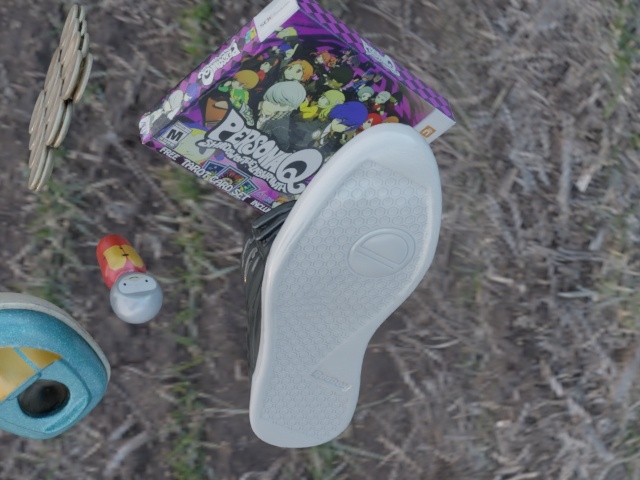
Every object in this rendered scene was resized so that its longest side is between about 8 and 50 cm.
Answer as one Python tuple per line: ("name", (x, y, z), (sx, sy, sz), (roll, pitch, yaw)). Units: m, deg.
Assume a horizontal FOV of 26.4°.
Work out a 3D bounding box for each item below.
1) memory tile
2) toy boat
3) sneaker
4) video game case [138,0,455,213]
("memory tile", (-0.193, -0.108, 1.009), (0.012, 0.148, 0.113), (17, 112, -19))
("toy boat", (-0.345, 0.132, 1.785), (0.318, 0.267, 0.148), (-42, 44, 8))
("sneaker", (0.000, 0.000, 0.931), (0.295, 0.105, 0.146), (108, 159, -45))
("video game case", (-0.020, -0.115, 1.318), (0.210, 0.232, 0.041), (-37, 44, 24))
